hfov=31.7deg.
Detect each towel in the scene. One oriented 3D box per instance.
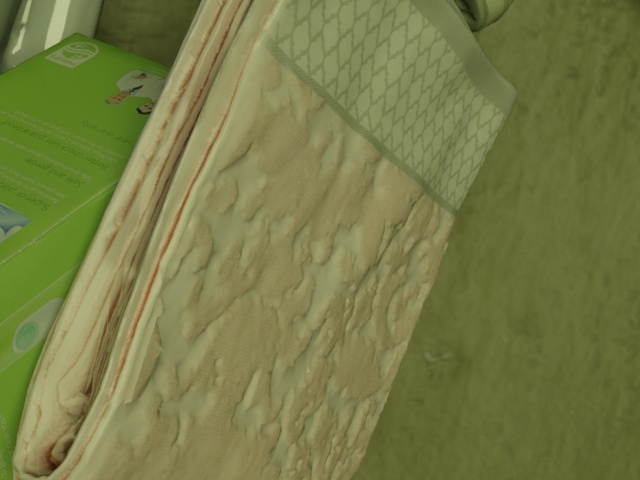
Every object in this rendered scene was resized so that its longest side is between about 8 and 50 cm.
[{"bbox_3d":[0.000,0.000,0.615,0.053,0.332,0.317,22,86,26],"label":"towel"}]

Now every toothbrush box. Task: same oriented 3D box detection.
[{"bbox_3d":[-0.161,0.058,0.548,0.283,0.122,0.206,-44,146,-41],"label":"toothbrush box"}]

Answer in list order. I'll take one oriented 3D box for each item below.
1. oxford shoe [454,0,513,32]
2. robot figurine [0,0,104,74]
[{"bbox_3d":[0.010,-0.336,0.662,0.130,0.169,0.449,-30,92,-16],"label":"oxford shoe"},{"bbox_3d":[-0.255,-0.147,0.580,0.299,0.199,0.354,21,86,-23],"label":"robot figurine"}]
